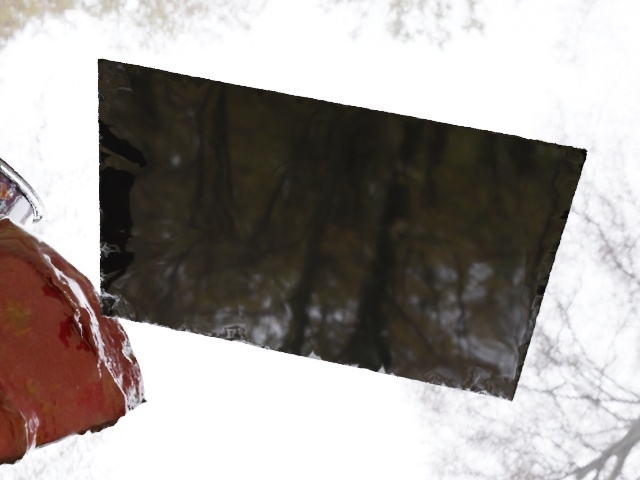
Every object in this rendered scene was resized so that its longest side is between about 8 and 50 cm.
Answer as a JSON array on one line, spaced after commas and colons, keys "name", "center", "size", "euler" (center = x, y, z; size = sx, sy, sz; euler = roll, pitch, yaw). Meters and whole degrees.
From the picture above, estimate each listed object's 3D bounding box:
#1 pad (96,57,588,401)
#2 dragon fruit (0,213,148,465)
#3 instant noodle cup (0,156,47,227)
[{"name": "pad", "center": [0.000, 0.000, 0.412], "size": [0.190, 0.127, 0.004], "euler": [12, -146, 4]}, {"name": "dragon fruit", "center": [-0.256, 0.067, 0.620], "size": [0.261, 0.163, 0.189], "euler": [-7, -112, 7]}, {"name": "instant noodle cup", "center": [-0.515, 0.002, 1.107], "size": [0.339, 0.340, 0.266], "euler": [23, -110, 6]}]
